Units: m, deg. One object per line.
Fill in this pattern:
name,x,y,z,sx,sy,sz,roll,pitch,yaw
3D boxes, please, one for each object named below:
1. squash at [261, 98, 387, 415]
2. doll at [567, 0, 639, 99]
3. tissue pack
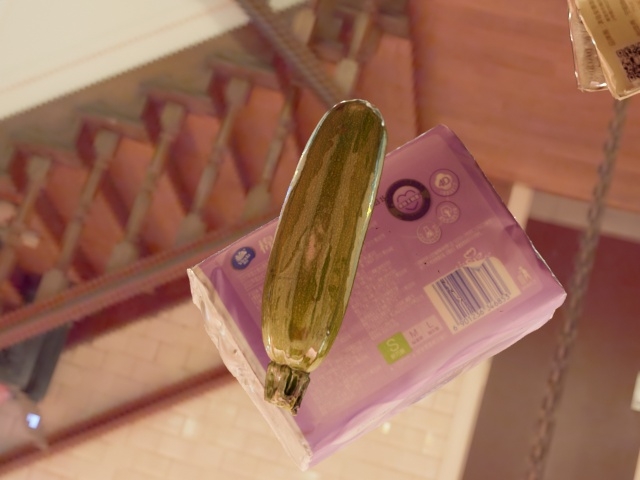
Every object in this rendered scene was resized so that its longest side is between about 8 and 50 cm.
squash,0.000,0.000,1.045,0.066,0.252,0.066,12,153,6
doll,0.111,-0.170,0.629,0.105,0.115,0.221,39,144,49
tissue pack,0.054,0.066,1.562,0.242,0.338,0.160,57,167,15
